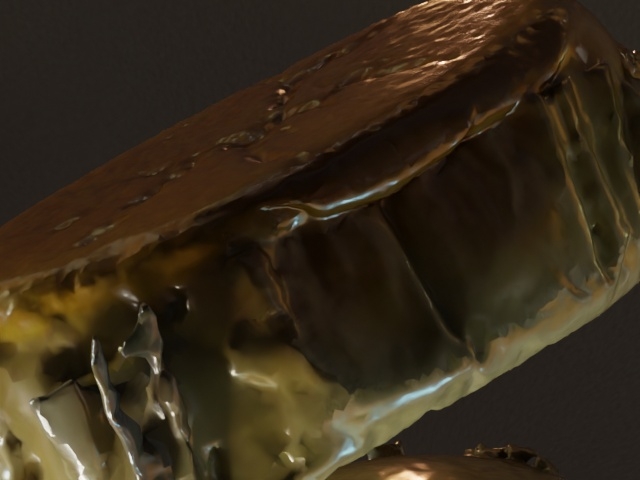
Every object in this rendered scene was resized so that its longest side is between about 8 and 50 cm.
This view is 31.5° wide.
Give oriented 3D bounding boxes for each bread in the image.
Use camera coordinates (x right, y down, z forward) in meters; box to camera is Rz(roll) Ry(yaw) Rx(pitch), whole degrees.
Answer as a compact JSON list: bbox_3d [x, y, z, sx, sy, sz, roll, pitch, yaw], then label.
[{"bbox_3d":[-0.007,0.002,0.573,0.388,0.236,0.183,-27,-85,-25],"label":"bread"}]

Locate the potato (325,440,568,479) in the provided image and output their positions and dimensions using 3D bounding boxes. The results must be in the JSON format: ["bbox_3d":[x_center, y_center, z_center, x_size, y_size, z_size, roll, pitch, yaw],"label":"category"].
[{"bbox_3d":[0.098,0.321,0.688,0.319,0.442,0.385,-24,-63,7],"label":"potato"}]
